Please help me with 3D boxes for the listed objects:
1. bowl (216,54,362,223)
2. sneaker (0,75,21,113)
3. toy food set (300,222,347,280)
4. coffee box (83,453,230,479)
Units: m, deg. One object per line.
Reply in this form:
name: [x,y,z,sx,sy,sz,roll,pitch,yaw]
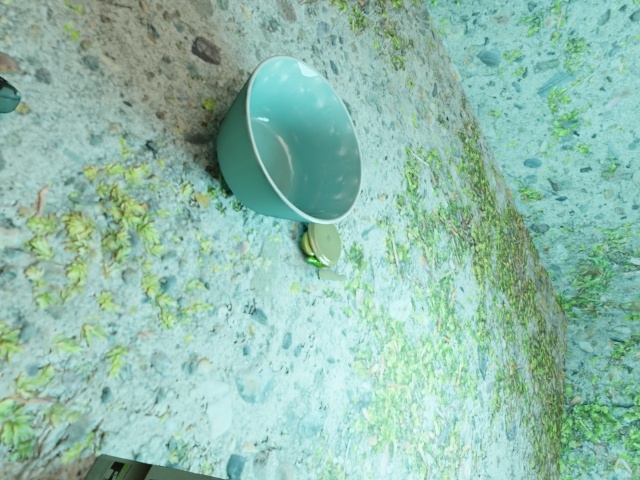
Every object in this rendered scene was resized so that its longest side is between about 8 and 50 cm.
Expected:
bowl: [-0.074,-0.168,0.894,0.311,0.163,0.312,17,67,-46]
sneaker: [-0.460,-0.154,0.496,0.101,0.106,0.267,33,20,15]
toy food set: [0.000,0.000,1.039,0.132,0.038,0.192,14,63,-55]
coffee box: [-0.153,0.348,0.534,0.168,0.297,0.119,50,45,-28]
